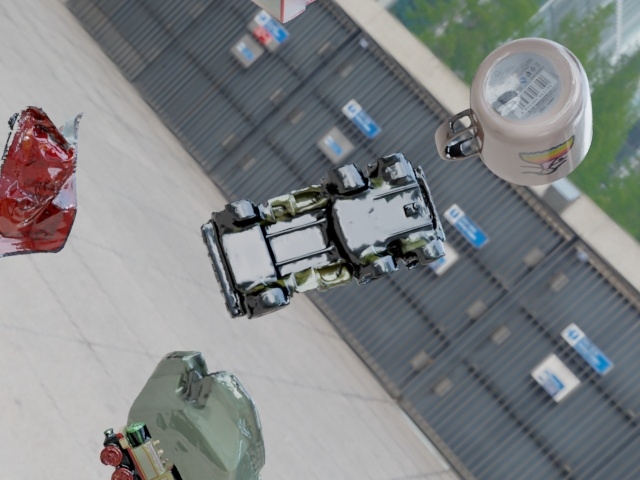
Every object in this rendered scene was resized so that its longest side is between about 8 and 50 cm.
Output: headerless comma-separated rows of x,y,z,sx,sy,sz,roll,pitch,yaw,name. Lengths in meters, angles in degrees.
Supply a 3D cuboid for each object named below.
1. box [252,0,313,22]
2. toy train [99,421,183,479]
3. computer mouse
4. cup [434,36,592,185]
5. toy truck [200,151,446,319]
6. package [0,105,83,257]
-0.082,-0.761,1.976,0.312,0.300,0.314,41,-31,25,box
-0.262,0.328,1.228,0.138,0.087,0.050,64,-3,-5,toy train
-0.200,0.359,1.374,0.228,0.429,0.145,27,30,23,computer mouse
0.301,-0.196,1.337,0.200,0.253,0.191,38,37,-69,cup
0.000,0.000,0.922,0.127,0.257,0.127,-30,-102,67,toy truck
-0.478,-0.095,1.438,0.071,0.269,0.194,20,10,36,package
